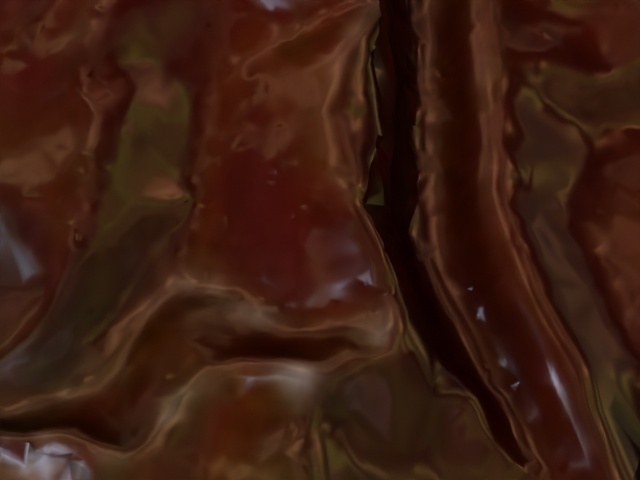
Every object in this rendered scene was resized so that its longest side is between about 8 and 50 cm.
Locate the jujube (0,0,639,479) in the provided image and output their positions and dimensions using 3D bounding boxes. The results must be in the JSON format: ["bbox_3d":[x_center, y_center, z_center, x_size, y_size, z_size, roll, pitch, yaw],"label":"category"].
[{"bbox_3d":[0.000,0.000,0.419,0.216,0.342,0.216,-2,166,-1],"label":"jujube"}]
